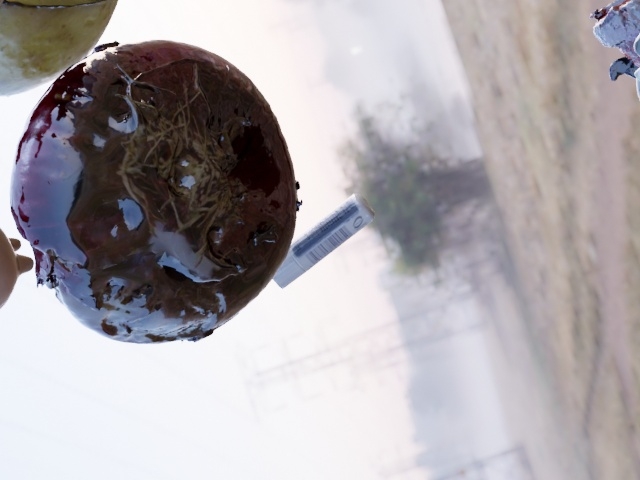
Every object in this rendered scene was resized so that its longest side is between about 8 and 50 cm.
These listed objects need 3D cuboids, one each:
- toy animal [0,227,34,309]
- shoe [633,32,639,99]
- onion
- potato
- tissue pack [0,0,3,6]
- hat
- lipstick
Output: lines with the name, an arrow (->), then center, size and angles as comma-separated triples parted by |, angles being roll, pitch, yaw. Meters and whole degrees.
toy animal -> -0.442, 0.025, 1.771 | 0.165, 0.248, 0.149 | 34, 128, 52
shoe -> 0.382, -0.181, 1.569 | 0.159, 0.124, 0.316 | 46, -145, -5
onion -> -0.167, -0.047, 1.594 | 0.232, 0.314, 0.314 | 1, 114, 57
potato -> -0.402, -0.291, 2.060 | 0.285, 0.242, 0.242 | -29, -77, -49
tissue pack -> -0.512, -0.350, 1.658 | 0.277, 0.387, 0.267 | -60, -19, -21
hat -> 0.475, -0.254, 2.181 | 0.227, 0.140, 0.129 | 60, 175, 0
lipstick -> 0.000, 0.000, 1.859 | 0.040, 0.141, 0.040 | 50, -170, -12
